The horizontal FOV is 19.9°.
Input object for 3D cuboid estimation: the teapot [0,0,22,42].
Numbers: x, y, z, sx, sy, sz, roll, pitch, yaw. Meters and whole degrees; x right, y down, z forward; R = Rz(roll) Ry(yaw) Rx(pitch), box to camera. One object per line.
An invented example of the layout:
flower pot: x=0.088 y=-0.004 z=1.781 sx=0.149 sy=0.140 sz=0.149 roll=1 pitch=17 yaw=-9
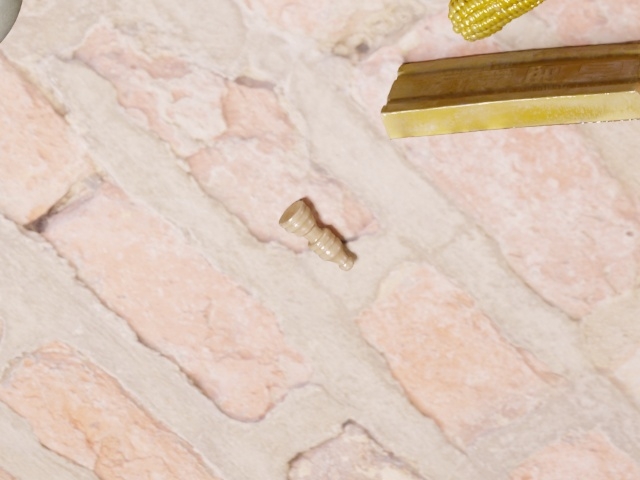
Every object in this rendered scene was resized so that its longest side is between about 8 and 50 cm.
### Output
teapot: x=-0.313 y=-0.270 z=1.696 sx=0.251 sy=0.183 sz=0.183 roll=-13 pitch=122 yaw=42

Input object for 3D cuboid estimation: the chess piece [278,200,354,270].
chess piece: x=0.000 y=0.000 z=1.920 sx=0.035 sy=0.035 sz=0.092 roll=-33 pitch=114 yaw=33

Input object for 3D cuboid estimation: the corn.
corn: x=0.199 y=-0.250 z=1.653 sx=0.067 sy=0.067 sz=0.206 roll=43 pitch=128 yaw=-15

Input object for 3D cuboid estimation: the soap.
soap: x=0.188 y=-0.142 z=1.720 sx=0.252 sy=0.092 sz=0.037 roll=-4 pitch=126 yaw=20
